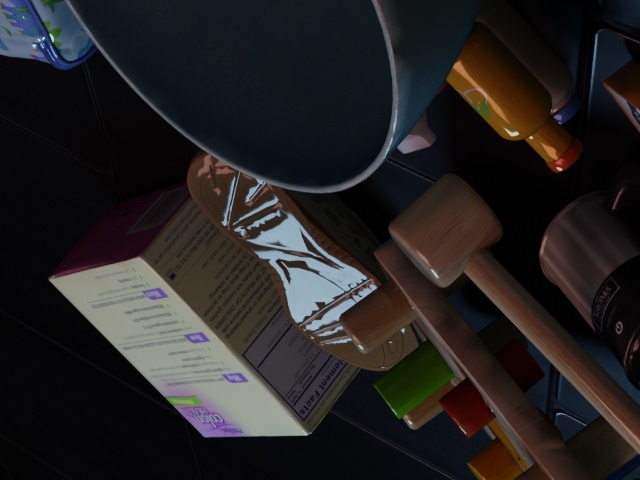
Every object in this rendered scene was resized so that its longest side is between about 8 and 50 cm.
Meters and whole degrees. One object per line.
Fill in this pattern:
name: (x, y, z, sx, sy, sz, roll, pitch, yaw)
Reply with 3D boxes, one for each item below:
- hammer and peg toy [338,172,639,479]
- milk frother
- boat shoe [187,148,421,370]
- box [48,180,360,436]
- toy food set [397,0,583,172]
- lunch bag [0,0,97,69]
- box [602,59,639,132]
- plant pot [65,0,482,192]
hammer and peg toy: (0.131, 0.120, 1.160, 0.266, 0.127, 0.361, 52, 177, 28)
milk frother: (0.248, 0.026, 1.079, 0.143, 0.129, 0.135, 21, -158, -31)
boat shoe: (0.000, 0.000, 1.366, 0.105, 0.089, 0.285, -19, 125, 29)
box: (-0.110, 0.071, 1.559, 0.243, 0.117, 0.213, 48, 152, -17)
toy food set: (0.092, -0.097, 1.051, 0.104, 0.111, 0.232, 45, 158, -15)
lunch bag: (-0.197, -0.247, 1.112, 0.090, 0.176, 0.219, 15, 147, 30)
box: (0.223, -0.059, 0.965, 0.081, 0.028, 0.136, 49, -175, -20)
plant pot: (-0.009, -0.200, 0.906, 0.290, 0.195, 0.290, 34, 150, 23)
